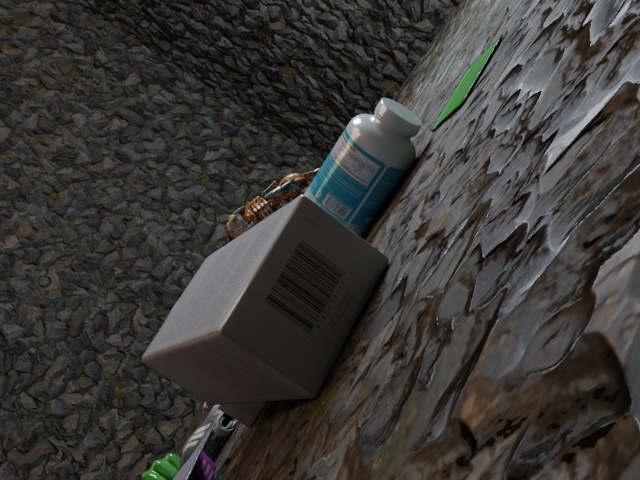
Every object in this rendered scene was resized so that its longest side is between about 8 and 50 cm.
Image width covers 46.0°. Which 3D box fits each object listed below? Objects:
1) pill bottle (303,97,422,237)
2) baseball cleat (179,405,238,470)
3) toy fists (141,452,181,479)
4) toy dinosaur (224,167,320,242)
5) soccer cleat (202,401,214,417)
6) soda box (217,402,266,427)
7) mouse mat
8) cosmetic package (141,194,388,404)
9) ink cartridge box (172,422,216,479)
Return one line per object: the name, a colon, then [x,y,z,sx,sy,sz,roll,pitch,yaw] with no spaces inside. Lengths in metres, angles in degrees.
pill bottle: [0.086,-0.140,1.454,0.264,0.146,0.146,-56,4,25]
baseball cleat: [-0.242,0.432,1.654,0.206,0.072,0.109,-63,11,-13]
toy fists: [-0.381,0.608,1.669,0.279,0.096,0.142,-59,-22,-24]
toy dinosaur: [-0.054,-0.066,1.601,0.218,0.322,0.164,106,149,-59]
soccer cleat: [-0.237,0.394,1.991,0.196,0.068,0.076,-50,1,16]
soda box: [-0.103,0.234,1.404,0.216,0.074,0.069,-57,4,2]
mouse mat: [0.262,-0.280,1.366,0.152,0.007,0.189,-58,2,-10]
cosmetic package: [-0.108,0.116,1.167,0.230,0.161,0.453,-59,15,-24]
ink cartridge box: [-0.291,0.545,1.369,0.330,0.071,0.324,-53,5,22]
